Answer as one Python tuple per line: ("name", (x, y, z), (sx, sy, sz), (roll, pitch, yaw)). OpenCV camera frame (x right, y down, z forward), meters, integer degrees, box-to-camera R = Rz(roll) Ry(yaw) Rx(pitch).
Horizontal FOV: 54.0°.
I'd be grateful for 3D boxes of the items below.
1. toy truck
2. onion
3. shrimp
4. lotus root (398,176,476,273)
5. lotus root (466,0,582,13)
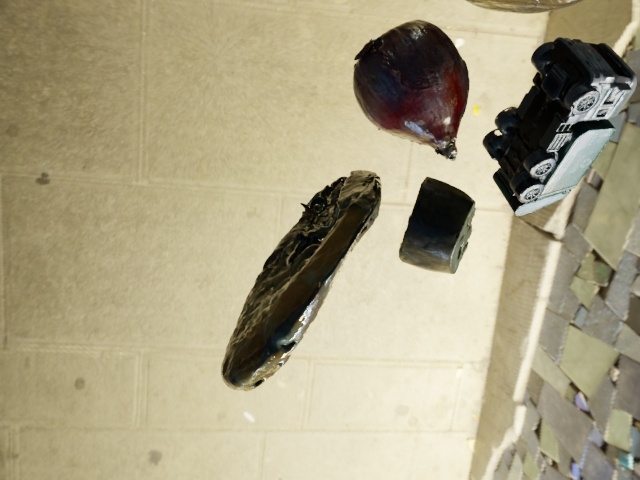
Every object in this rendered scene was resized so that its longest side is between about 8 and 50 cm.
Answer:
("toy truck", (0.311, -0.144, 0.846), (0.124, 0.114, 0.253), (-6, 143, -21))
("onion", (0.135, -0.194, 0.850), (0.160, 0.159, 0.194), (-32, 81, 1))
("shrimp", (0.000, 0.000, 0.781), (0.085, 0.445, 0.272), (36, 123, -6))
("lotus root", (0.238, -0.012, 1.287), (0.119, 0.234, 0.138), (22, 65, 18))
("lotus root", (0.380, -0.506, 1.150), (0.291, 0.193, 0.193), (6, 106, 10))
